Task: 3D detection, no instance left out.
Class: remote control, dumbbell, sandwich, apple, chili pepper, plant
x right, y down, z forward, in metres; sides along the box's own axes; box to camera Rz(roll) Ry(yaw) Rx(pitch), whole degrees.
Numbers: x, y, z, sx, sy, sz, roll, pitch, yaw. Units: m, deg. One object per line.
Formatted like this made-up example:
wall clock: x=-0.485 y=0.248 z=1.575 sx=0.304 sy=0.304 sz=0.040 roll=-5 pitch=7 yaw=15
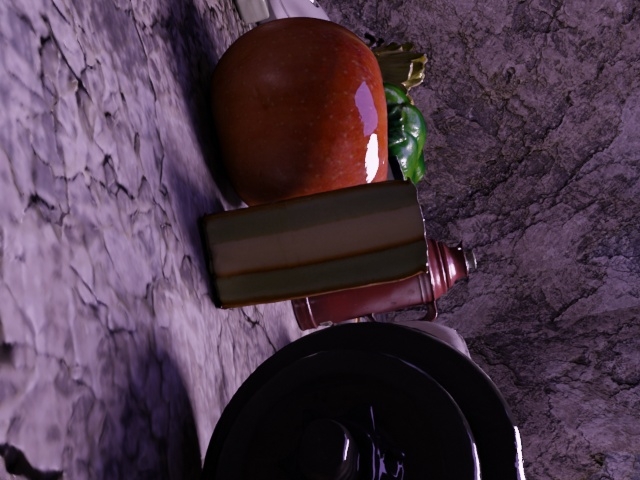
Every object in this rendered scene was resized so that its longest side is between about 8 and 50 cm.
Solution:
remote control: x=-0.109 y=-0.427 z=0.956 sx=0.123 sy=0.038 sz=0.285 roll=69 pitch=11 yaw=-51
dumbbell: x=0.035 y=0.172 z=0.448 sx=0.290 sy=0.192 sz=0.192 roll=66 pitch=13 yaw=-55
sandwich: x=0.000 y=0.000 z=0.568 sx=0.113 sy=0.163 sz=0.079 roll=-27 pitch=106 yaw=-85
apple: x=-0.019 y=-0.107 z=0.661 sx=0.201 sy=0.162 sz=0.201 roll=-2 pitch=90 yaw=-89
chili pepper: x=0.097 y=-0.134 z=1.248 sx=0.385 sy=0.167 sz=0.213 roll=95 pitch=-23 yaw=-73
plant: x=0.066 y=-0.369 z=1.483 sx=0.297 sy=0.306 sz=0.261 roll=49 pitch=45 yaw=-15

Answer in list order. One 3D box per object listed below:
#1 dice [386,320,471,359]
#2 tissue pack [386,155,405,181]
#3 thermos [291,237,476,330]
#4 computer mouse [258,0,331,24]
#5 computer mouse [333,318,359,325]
dice: x=0.075 y=0.204 z=0.733 sx=0.192 sy=0.193 sz=0.194 roll=-69 pitch=146 yaw=-76
tissue pack: x=0.046 y=-0.051 z=1.038 sx=0.103 sy=0.170 sz=0.090 roll=-98 pitch=173 yaw=-50
thermos: x=0.082 y=0.051 z=0.888 sx=0.099 sy=0.232 sz=0.124 roll=62 pitch=18 yaw=-70
computer mouse: x=-0.024 y=-0.322 z=1.172 sx=0.297 sy=0.121 sz=0.184 roll=74 pitch=9 yaw=-45
computer mouse: x=0.029 y=0.023 z=1.223 sx=0.158 sy=0.071 sz=0.310 roll=-82 pitch=158 yaw=-77
